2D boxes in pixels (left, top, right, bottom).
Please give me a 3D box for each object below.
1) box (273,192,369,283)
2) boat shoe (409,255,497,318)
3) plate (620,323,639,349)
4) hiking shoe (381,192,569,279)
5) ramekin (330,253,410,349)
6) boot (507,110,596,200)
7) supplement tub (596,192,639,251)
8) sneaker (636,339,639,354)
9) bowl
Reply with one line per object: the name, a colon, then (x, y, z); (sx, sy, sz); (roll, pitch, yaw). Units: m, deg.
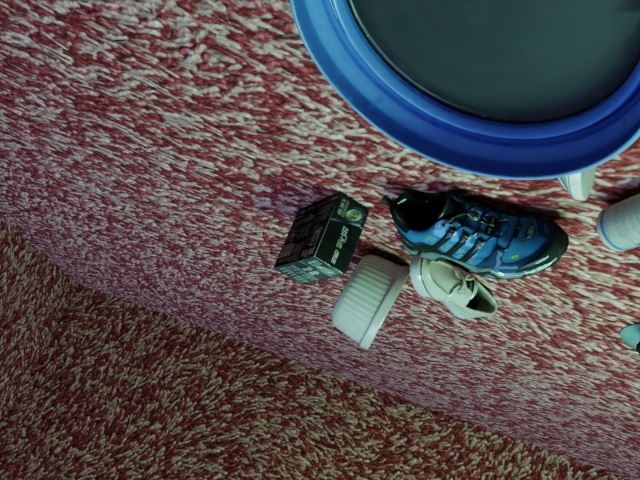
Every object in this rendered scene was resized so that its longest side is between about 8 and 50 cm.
box: (0.000, 0.000, 1.267); (0.078, 0.147, 0.180); (32, 156, -21)
boat shoe: (0.283, 0.098, 1.303); (0.088, 0.096, 0.267); (-4, 148, 41)
plate: (0.708, 0.217, 1.270); (0.188, 0.024, 0.188); (19, 157, 8)
hiking shoe: (0.249, -0.013, 1.044); (0.304, 0.113, 0.132); (5, 153, 37)
ramekin: (0.108, 0.129, 1.403); (0.109, 0.207, 0.207); (29, 159, 8)
boot: (0.299, -0.127, 0.809); (0.086, 0.069, 0.190); (14, 150, 38)
supplement tub: (0.448, -0.030, 0.874); (0.071, 0.071, 0.107); (26, 159, -10)
sneaker: (0.664, 0.172, 1.103); (0.124, 0.107, 0.283); (38, 151, 12)
bowl: (0.149, -0.218, 0.638); (0.391, 0.077, 0.391); (27, 157, 12)
